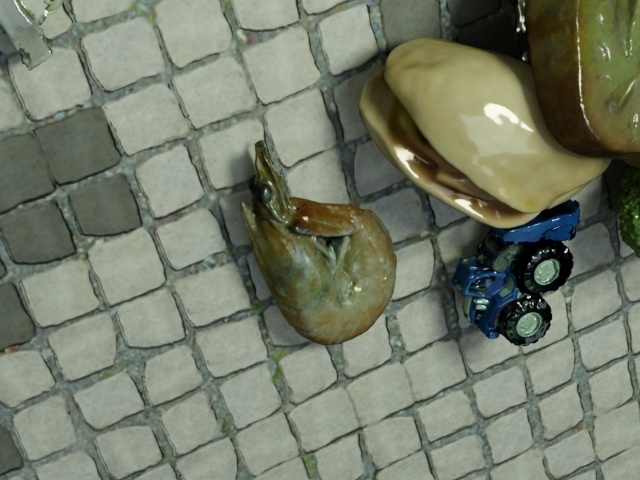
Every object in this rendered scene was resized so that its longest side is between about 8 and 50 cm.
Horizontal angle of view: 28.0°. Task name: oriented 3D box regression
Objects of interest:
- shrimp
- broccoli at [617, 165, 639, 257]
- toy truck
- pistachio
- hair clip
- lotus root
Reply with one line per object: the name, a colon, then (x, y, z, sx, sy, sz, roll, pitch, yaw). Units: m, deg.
shrimp: (0.000, 0.000, 1.565, 0.168, 0.077, 0.317, -34, 127, -14)
broccoli: (0.525, -0.051, 1.690, 0.302, 0.186, 0.254, 26, 64, -30)
toy truck: (0.243, 0.020, 1.642, 0.126, 0.113, 0.208, 9, 110, -24)
pistachio: (0.198, -0.134, 1.511, 0.318, 0.214, 0.193, 24, 147, -22)
hair clip: (-0.331, -0.257, 1.312, 0.116, 0.049, 0.172, -35, 120, -7)
lotus root: (0.379, -0.243, 1.471, 0.390, 0.111, 0.375, 49, 66, -20)
